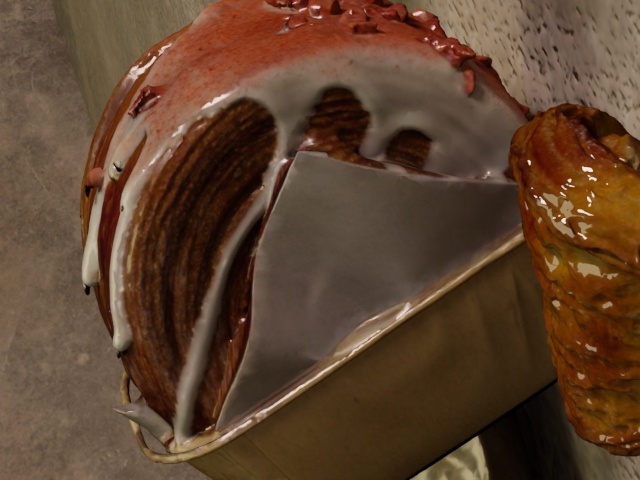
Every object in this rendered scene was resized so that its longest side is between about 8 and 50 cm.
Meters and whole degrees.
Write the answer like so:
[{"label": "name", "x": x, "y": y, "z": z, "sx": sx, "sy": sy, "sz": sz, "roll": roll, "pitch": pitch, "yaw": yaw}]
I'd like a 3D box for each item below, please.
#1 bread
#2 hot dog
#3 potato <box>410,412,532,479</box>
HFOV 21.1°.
[{"label": "bread", "x": 0.000, "y": 0.000, "z": 0.738, "sx": 0.212, "sy": 0.224, "sz": 0.142, "roll": 57, "pitch": 179, "yaw": -24}, {"label": "hot dog", "x": 0.110, "y": 0.016, "z": 0.628, "sx": 0.099, "sy": 0.065, "sz": 0.147, "roll": -119, "pitch": 7, "yaw": -51}, {"label": "potato", "x": 0.069, "y": 0.194, "z": 0.937, "sx": 0.264, "sy": 0.189, "sz": 0.211, "roll": -49, "pitch": 60, "yaw": 23}]
